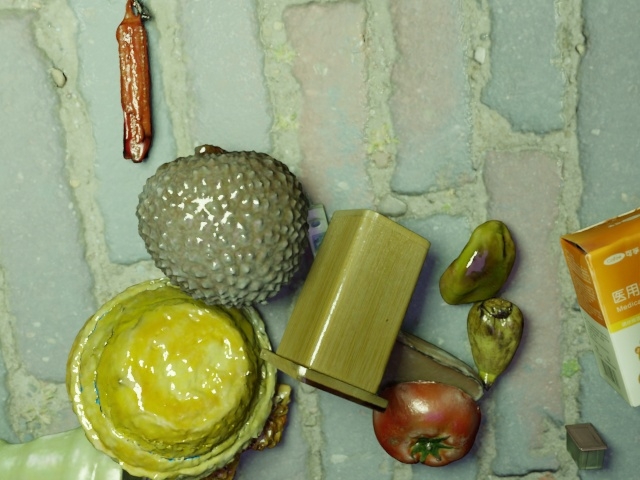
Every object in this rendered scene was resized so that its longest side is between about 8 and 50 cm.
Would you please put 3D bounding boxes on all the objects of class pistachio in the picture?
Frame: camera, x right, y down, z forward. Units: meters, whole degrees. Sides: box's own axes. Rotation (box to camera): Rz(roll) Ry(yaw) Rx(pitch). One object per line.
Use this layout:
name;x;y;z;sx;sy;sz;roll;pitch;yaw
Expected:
pistachio;0.305;0.053;1.285;0.110;0.100;0.189;35;98;-7

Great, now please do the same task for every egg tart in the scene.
egg tart;-0.252;0.239;1.203;0.387;0.169;0.388;6;72;-17

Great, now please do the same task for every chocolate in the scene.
chocolate;0.195;0.251;1.334;0.261;0.083;0.161;32;127;-14

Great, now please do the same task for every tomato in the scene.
tomato;0.209;0.372;1.323;0.225;0.085;0.225;5;127;7

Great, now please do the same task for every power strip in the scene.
power strip;0.000;0.000;1.290;0.047;0.030;0.191;-16;105;0

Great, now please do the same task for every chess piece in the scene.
chess piece;-0.572;0.454;1.282;0.442;0.234;0.234;4;104;-1

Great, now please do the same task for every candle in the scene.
candle;-0.327;-0.287;1.186;0.059;0.084;0.302;-5;99;-35

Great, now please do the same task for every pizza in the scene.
pizza;-0.177;0.387;1.338;0.305;0.085;0.161;-38;92;1

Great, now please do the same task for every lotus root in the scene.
lotus root;0.339;0.201;1.333;0.108;0.094;0.191;9;113;16

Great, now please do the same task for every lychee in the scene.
lychee;-0.166;-0.025;1.144;0.300;0.300;0.300;-1;104;-3

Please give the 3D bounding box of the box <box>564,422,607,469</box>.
box;0.550;0.430;1.404;0.060;0.085;0.063;-4;110;-3

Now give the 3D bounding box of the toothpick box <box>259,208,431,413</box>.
toothpick box;0.055;0.114;1.198;0.187;0.190;0.308;26;80;-23

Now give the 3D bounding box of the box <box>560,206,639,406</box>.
box;0.627;0.113;1.297;0.225;0.143;0.341;-21;105;2
